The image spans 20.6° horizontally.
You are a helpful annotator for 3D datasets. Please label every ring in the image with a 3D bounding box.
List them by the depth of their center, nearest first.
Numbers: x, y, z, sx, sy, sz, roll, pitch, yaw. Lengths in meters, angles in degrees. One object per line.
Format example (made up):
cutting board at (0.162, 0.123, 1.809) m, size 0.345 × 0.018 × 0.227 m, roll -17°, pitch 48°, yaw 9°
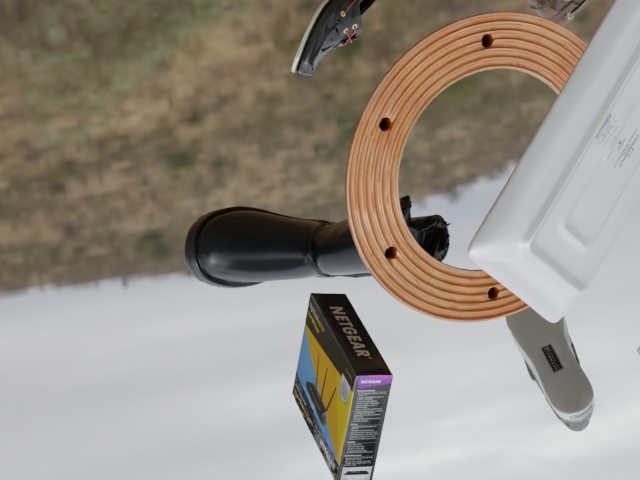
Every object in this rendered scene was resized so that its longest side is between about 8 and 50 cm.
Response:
ring at (0.174, -0.076, 1.855) m, size 0.337 × 0.336 × 0.032 m, roll -11°, pitch -161°, yaw -22°

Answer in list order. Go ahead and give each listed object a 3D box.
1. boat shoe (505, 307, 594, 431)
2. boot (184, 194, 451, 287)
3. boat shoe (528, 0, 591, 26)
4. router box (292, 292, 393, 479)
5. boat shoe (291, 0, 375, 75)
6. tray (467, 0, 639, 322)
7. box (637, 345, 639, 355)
boat shoe at (0.299, 0.151, 2.313) m, size 0.078 × 0.219 × 0.070 m, roll -18°, pitch 147°, yaw 0°
boot at (0.000, 0.000, 1.980) m, size 0.246 × 0.094 × 0.207 m, roll 2°, pitch 173°, yaw -40°
boat shoe at (0.344, -0.333, 1.980) m, size 0.257 × 0.095 × 0.095 m, roll -33°, pitch -159°, yaw 6°
router box at (0.021, 0.155, 1.883) m, size 0.046 × 0.133 × 0.179 m, roll 1°, pitch -154°, yaw -19°
boat shoe at (0.017, -0.191, 1.513) m, size 0.133 × 0.042 × 0.049 m, roll -58°, pitch 176°, yaw -27°
tray at (0.217, -0.073, 1.298) m, size 0.030 × 0.270 × 0.145 m, roll 28°, pitch 175°, yaw 43°
box at (0.553, 0.121, 2.431) m, size 0.094 × 0.113 × 0.275 m, roll -27°, pitch 164°, yaw -26°
